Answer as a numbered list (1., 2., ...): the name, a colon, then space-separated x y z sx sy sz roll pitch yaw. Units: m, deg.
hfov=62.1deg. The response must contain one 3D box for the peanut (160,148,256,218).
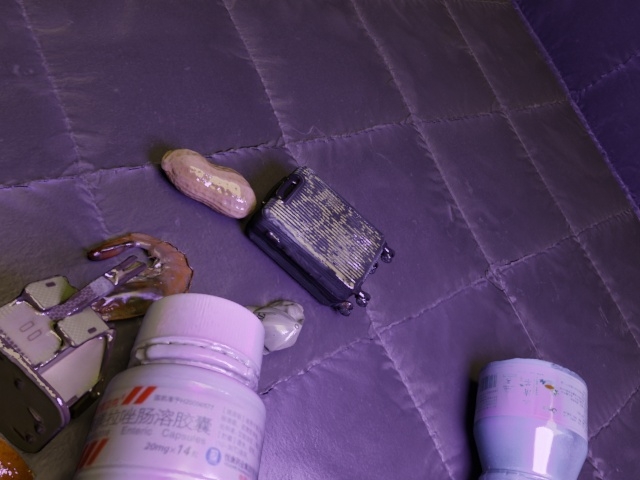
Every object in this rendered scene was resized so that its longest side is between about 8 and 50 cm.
1. peanut: -0.230 -0.122 1.111 0.214 0.090 0.099 28 67 -20

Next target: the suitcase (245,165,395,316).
1. suitcase: 0.000 0.000 1.174 0.312 0.128 0.202 42 51 -8

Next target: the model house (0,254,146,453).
1. model house: -0.389 0.147 0.828 0.205 0.218 0.279 48 38 -4

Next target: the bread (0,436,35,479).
1. bread: -0.501 0.320 0.734 0.136 0.054 0.154 -38 99 -29

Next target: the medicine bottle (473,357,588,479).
1. medicine bottle: 0.463 0.445 1.182 0.244 0.245 0.290 29 55 -18

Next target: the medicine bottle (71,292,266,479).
1. medicine bottle: -0.209 0.270 0.821 0.256 0.256 0.325 25 48 -21

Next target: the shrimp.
1. shrimp: -0.353 0.059 0.967 0.253 0.058 0.173 -2 61 -35

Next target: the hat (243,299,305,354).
1. hat: -0.106 0.163 1.064 0.166 0.081 0.123 10 59 -18
